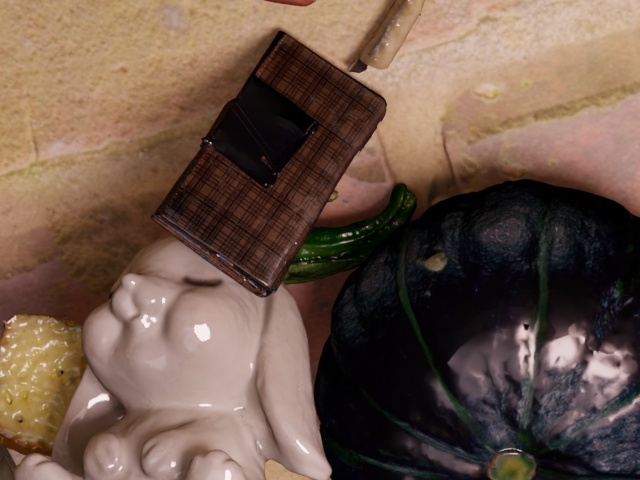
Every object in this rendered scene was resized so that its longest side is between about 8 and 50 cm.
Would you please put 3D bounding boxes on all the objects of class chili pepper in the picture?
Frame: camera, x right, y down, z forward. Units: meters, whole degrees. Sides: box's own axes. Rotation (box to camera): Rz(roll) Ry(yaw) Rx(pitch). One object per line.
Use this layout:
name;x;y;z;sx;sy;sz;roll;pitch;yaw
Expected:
chili pepper;0.001;0.002;1.801;0.182;0.073;0.050;-17;107;17

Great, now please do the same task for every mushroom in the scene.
mushroom;0.070;-0.215;1.706;0.060;0.061;0.187;18;120;-4

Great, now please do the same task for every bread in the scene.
bread;-0.197;0.138;1.852;0.229;0.139;0.143;10;89;-5

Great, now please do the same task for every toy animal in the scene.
toy animal;-0.120;0.126;1.706;0.271;0.206;0.265;-10;67;28

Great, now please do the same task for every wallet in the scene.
wallet;-0.040;-0.069;1.707;0.124;0.230;0.042;35;151;-6

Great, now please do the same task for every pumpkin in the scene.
pumpkin;0.179;0.128;1.723;0.363;0.266;0.363;2;115;5

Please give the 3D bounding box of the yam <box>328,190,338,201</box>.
yam;-0.034;-0.058;1.814;0.107;0.014;0.014;22;115;0

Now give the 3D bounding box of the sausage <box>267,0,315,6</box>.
sausage;-0.039;-0.233;1.714;0.094;0.059;0.054;12;128;0

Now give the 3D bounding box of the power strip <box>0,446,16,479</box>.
power strip;-0.361;0.195;1.941;0.053;0.093;0.288;-20;109;20
